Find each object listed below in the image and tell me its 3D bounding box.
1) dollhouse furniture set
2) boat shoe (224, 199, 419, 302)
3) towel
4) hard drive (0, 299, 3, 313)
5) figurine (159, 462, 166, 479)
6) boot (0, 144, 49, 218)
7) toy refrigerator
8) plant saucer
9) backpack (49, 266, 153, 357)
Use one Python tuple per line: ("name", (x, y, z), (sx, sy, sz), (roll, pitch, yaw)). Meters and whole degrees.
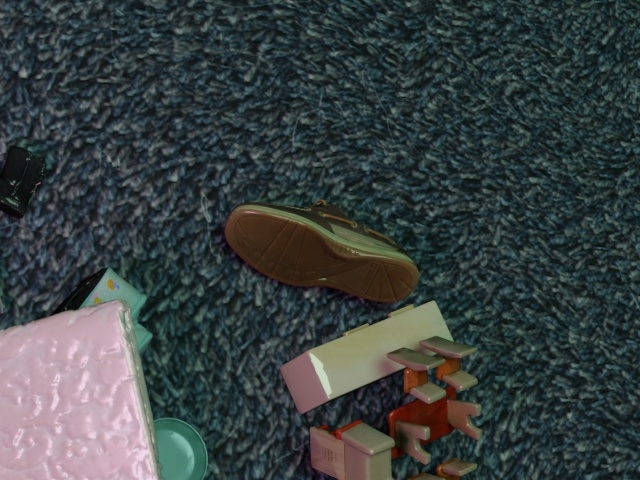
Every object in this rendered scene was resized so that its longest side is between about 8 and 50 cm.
("dollhouse furniture set", (0.124, 0.300, 2.063), (0.259, 0.135, 0.262), (-16, 112, -39))
("boat shoe", (0.000, 0.000, 2.182), (0.342, 0.123, 0.123), (15, 33, -18))
("towel", (-0.374, 0.266, 1.742), (0.332, 0.053, 0.317), (-15, 83, 11))
("hard drive", (-0.569, 0.012, 1.869), (0.172, 0.054, 0.254), (-17, 79, -34))
("figurine", (-0.260, 0.420, 1.857), (0.209, 0.092, 0.215), (49, 62, -14))
("boot", (-0.473, -0.099, 1.977), (0.121, 0.045, 0.099), (32, 60, -24))
("toy refrigerator", (0.076, 0.184, 2.141), (0.269, 0.102, 0.094), (-18, 80, -33))
("plant saucer", (-0.226, 0.324, 1.957), (0.119, 0.021, 0.119), (11, 66, -26))
("backpack", (-0.324, 0.139, 1.887), (0.144, 0.166, 0.188), (31, 58, -10))
